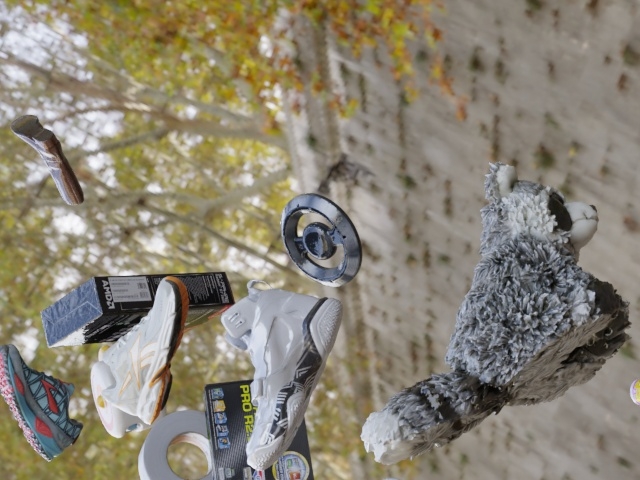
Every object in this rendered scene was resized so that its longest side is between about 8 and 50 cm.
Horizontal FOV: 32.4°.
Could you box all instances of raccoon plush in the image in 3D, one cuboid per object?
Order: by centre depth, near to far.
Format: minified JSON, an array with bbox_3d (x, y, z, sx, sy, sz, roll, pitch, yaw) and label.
[{"bbox_3d":[0.206,0.073,1.511,0.446,0.299,0.216,-19,-35,-19],"label":"raccoon plush"}]

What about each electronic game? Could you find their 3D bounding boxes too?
[{"bbox_3d":[0.000,0.000,2.488,0.048,0.229,0.229,-33,-36,-42],"label":"electronic game"}]

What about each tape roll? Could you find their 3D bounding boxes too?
[{"bbox_3d":[-0.302,0.502,2.511,0.219,0.219,0.072,-47,-6,-34],"label":"tape roll"}]

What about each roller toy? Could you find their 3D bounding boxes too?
[{"bbox_3d":[-0.470,0.369,2.657,0.146,0.191,0.209,-15,-61,-26],"label":"roller toy"}]

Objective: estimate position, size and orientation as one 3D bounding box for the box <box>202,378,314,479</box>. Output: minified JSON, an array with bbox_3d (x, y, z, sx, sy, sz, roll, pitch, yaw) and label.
[{"bbox_3d":[-0.138,0.441,2.433,0.060,0.216,0.270,110,153,-65],"label":"box"}]

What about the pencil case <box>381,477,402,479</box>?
[{"bbox_3d":[0.136,0.549,2.159,0.113,0.124,0.273,-51,-16,-19],"label":"pencil case"}]

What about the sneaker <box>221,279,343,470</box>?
[{"bbox_3d":[-0.111,0.248,2.120,0.137,0.210,0.366,89,-157,-66],"label":"sneaker"}]

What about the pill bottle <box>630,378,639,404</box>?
[{"bbox_3d":[0.532,0.238,1.733,0.043,0.043,0.083,-52,17,-26],"label":"pill bottle"}]

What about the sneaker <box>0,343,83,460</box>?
[{"bbox_3d":[-0.557,0.302,2.183,0.125,0.104,0.262,-33,-61,-28],"label":"sneaker"}]

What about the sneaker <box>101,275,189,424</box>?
[{"bbox_3d":[-0.300,0.177,1.832,0.099,0.121,0.262,-58,-15,-75],"label":"sneaker"}]

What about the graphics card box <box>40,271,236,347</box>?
[{"bbox_3d":[-0.405,0.153,2.464,0.371,0.094,0.233,-3,-20,-45],"label":"graphics card box"}]

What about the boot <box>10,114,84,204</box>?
[{"bbox_3d":[-0.355,-0.103,1.442,0.037,0.106,0.114,-37,-48,-18],"label":"boot"}]
